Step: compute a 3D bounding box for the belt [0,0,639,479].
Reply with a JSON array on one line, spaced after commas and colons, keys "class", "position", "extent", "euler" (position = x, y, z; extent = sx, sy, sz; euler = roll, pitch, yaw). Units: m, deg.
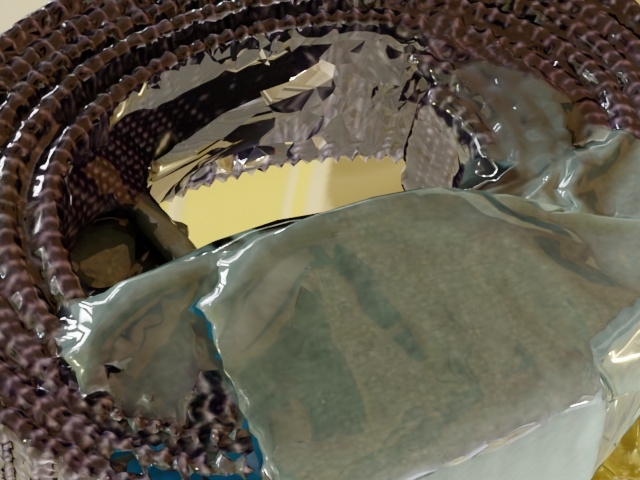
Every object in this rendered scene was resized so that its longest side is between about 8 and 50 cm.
[{"class": "belt", "position": [0.000, 0.000, 0.619], "extent": [0.325, 0.122, 0.260], "euler": [-18, -125, -20]}]

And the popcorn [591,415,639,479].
[{"class": "popcorn", "position": [0.289, 0.153, 1.475], "extent": [0.190, 0.253, 0.191], "euler": [31, -148, 21]}]
